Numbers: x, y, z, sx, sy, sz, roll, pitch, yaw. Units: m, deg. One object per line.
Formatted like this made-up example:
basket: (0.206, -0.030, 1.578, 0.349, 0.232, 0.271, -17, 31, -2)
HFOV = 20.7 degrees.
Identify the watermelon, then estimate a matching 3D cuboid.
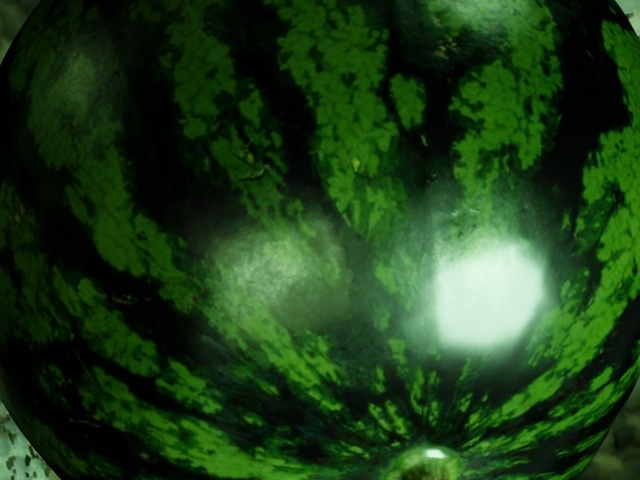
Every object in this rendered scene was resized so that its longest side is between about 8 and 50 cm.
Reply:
watermelon: (-0.001, -0.004, 0.637, 0.269, 0.269, 0.269, 4, 112, 9)
